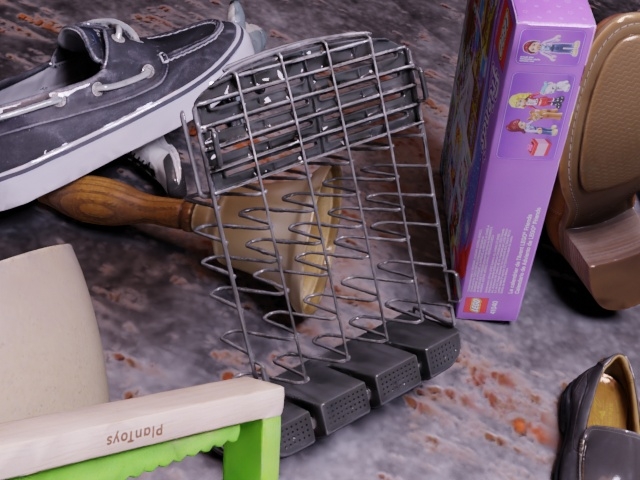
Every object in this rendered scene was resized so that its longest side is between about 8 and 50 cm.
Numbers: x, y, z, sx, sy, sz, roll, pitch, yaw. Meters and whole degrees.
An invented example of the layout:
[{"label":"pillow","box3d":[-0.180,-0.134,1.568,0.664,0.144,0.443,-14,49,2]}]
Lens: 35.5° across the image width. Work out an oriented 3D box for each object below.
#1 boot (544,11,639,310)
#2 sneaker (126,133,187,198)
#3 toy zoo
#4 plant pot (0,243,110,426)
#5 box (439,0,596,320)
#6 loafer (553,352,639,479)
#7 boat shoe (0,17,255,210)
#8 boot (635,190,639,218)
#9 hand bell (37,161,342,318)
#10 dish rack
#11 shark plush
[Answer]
[{"label":"boot","box3d":[0.227,-0.105,0.864,0.109,0.283,0.220,-18,40,3]},{"label":"sneaker","box3d":[-0.148,-0.071,0.880,0.044,0.040,0.109,-17,46,-17]},{"label":"toy zoo","box3d":[-0.098,0.218,0.444,0.030,0.293,0.192,8,7,40]},{"label":"plant pot","box3d":[-0.218,0.143,0.492,0.284,0.284,0.190,-26,92,-37]},{"label":"box","box3d":[0.149,-0.104,0.816,0.057,0.293,0.200,3,44,-1]},{"label":"loafer","box3d":[0.210,0.157,0.736,0.062,0.061,0.170,13,43,-6]},{"label":"boat shoe","box3d":[-0.181,-0.138,0.843,0.301,0.102,0.108,-34,35,-30]},{"label":"boot","box3d":[0.369,-0.098,1.027,0.123,0.095,0.258,18,43,-9]},{"label":"hand bell","box3d":[-0.113,-0.021,0.807,0.242,0.126,0.126,10,41,11]},{"label":"dish rack","box3d":[0.000,0.000,0.686,0.208,0.271,0.074,-22,19,-36]},{"label":"shark plush","box3d":[-0.076,-0.173,0.995,0.067,0.073,0.161,30,28,-33]}]
